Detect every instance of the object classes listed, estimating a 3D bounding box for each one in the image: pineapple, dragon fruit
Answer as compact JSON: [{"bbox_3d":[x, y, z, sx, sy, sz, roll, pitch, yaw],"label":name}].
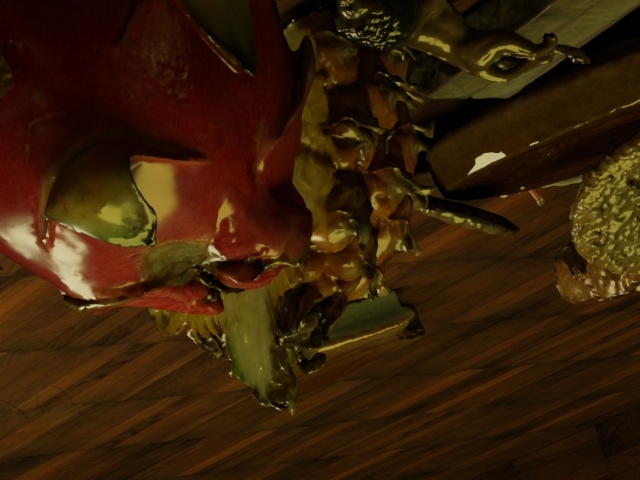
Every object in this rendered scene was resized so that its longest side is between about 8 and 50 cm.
[{"bbox_3d":[0.001,0.003,1.590,0.209,0.286,0.344,-2,160,-39],"label":"pineapple"},{"bbox_3d":[-0.138,-0.058,1.318,0.305,0.226,0.305,-14,167,-3],"label":"dragon fruit"}]

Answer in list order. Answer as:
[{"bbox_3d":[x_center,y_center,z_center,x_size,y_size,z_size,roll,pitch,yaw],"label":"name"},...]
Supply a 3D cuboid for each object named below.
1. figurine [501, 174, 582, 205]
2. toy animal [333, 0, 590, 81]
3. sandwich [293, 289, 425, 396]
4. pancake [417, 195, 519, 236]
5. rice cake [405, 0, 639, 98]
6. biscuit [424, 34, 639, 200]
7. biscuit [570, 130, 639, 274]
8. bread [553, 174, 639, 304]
[{"bbox_3d":[0.215,-0.067,1.976,0.109,0.064,0.047,-5,-175,-5],"label":"figurine"},{"bbox_3d":[0.110,-0.171,1.467,0.220,0.086,0.069,13,178,-16],"label":"toy animal"},{"bbox_3d":[0.031,0.140,2.490,0.212,0.063,0.245,-16,166,-5],"label":"sandwich"},{"bbox_3d":[0.100,-0.034,1.862,0.199,0.021,0.199,15,-177,-1],"label":"pancake"},{"bbox_3d":[0.194,-0.189,1.548,0.106,0.050,0.298,-4,160,-37],"label":"rice cake"},{"bbox_3d":[0.289,-0.133,1.787,0.394,0.070,0.350,-23,171,27],"label":"biscuit"},{"bbox_3d":[0.334,-0.047,1.785,0.220,0.033,0.220,-13,139,-12],"label":"biscuit"},{"bbox_3d":[0.401,-0.036,2.021,0.344,0.149,0.195,-12,176,-38],"label":"bread"}]
